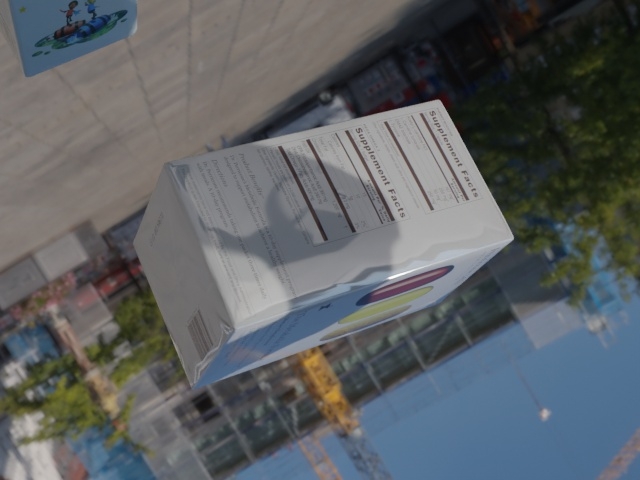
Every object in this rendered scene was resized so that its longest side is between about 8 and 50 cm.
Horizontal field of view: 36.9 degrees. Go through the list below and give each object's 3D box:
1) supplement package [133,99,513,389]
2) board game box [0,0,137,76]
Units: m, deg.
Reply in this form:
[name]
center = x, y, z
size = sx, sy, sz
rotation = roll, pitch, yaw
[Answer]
[supplement package]
center = 0.000, 0.000, 0.750
size = 0.244, 0.134, 0.139
rotation = -16, 162, -27
[board game box]
center = -0.201, -0.284, 0.581
size = 0.097, 0.224, 0.303
rotation = -27, 162, -19
